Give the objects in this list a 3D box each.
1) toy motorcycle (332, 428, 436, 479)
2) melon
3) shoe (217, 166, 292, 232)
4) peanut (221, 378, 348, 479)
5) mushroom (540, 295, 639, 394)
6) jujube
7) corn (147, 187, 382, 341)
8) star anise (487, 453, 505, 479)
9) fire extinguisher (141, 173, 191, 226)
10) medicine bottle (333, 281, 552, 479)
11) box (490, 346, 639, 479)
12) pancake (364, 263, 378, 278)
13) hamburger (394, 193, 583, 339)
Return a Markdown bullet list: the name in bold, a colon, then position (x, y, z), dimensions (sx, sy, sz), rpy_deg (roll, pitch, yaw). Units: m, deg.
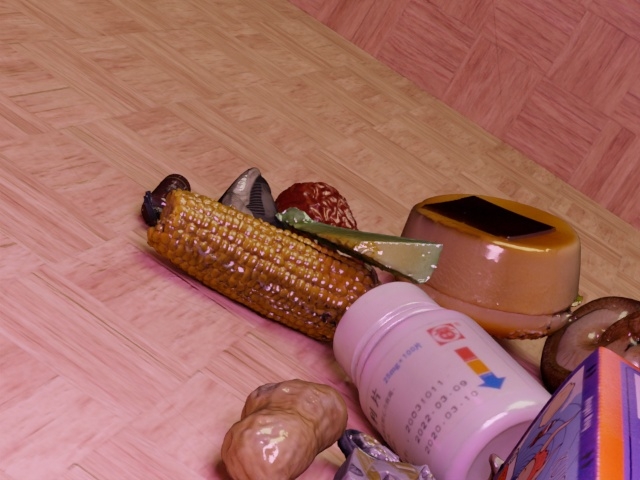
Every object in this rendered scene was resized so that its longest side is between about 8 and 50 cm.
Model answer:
- **toy motorcycle**: position (0.079, 0.265, 1.450), dimensions (0.152, 0.073, 0.225), rpy_deg (32, 15, -8)
- **melon**: position (0.031, 0.003, 1.819), dimensions (0.114, 0.053, 0.261), rpy_deg (4, 8, -41)
- **shoe**: position (-0.093, -0.017, 1.944), dimensions (0.112, 0.099, 0.227), rpy_deg (38, 20, -3)
- **peanut**: position (-0.037, 0.190, 1.437), dimensions (0.099, 0.099, 0.214), rpy_deg (33, 22, 4)
- **mushroom**: position (0.430, 0.185, 2.169), dimensions (0.138, 0.194, 0.231), rpy_deg (48, 23, -25)
- **jujube**: position (0.000, 0.000, 2.013), dimensions (0.109, 0.112, 0.176), rpy_deg (62, 2, -55)
- **corn**: position (-0.062, 0.038, 1.803), dimensions (0.317, 0.115, 0.115), rpy_deg (25, 17, -16)
- **star anise**: position (0.258, 0.335, 1.466), dimensions (0.227, 0.219, 0.148), rpy_deg (15, -24, -12)
- **fire extinguisher**: position (-0.201, -0.048, 1.910), dimensions (0.158, 0.043, 0.064), rpy_deg (-69, 143, -73)
- **medicine bottle**: position (0.139, 0.173, 1.650), dimensions (0.170, 0.170, 0.293), rpy_deg (19, 19, -38)
- **box**: position (0.230, 0.307, 1.160), dimensions (0.257, 0.319, 0.349), rpy_deg (33, 17, 3)
- **pancake**: position (-0.001, 0.008, 2.151), dimensions (0.199, 0.021, 0.199), rpy_deg (29, 17, -10)
- **hamburger**: position (0.251, 0.044, 2.194), dimensions (0.300, 0.176, 0.300), rpy_deg (11, 18, -4)
